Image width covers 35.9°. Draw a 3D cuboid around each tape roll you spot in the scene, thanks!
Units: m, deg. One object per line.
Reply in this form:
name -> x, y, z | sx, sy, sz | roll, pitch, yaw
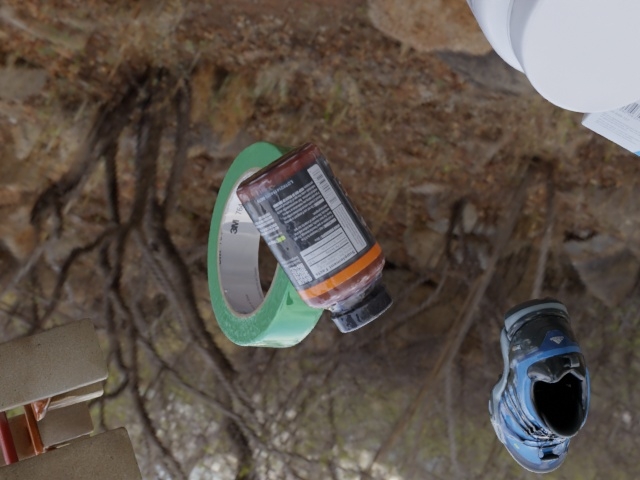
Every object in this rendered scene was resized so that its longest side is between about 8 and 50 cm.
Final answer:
tape roll -> -0.082, 0.007, 1.559 | 0.077, 0.321, 0.321 | 6, -172, -29

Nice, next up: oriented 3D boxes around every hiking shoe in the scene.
hiking shoe -> 0.283, 0.219, 1.271 | 0.132, 0.113, 0.304 | -104, 1, -50

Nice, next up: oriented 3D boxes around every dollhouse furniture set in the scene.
dollhouse furniture set -> -0.202, 0.208, 0.698 | 0.262, 0.135, 0.259 | 127, 125, -65

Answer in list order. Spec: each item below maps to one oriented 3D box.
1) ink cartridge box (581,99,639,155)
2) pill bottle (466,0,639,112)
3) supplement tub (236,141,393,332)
ink cartridge box -> 0.487, -0.232, 1.282 | 0.171, 0.168, 0.233 | 30, 148, 0
pill bottle -> 0.200, -0.237, 0.842 | 0.160, 0.160, 0.283 | 30, -151, -27
supplement tub -> 0.000, 0.000, 1.070 | 0.198, 0.106, 0.106 | 58, 171, -9
